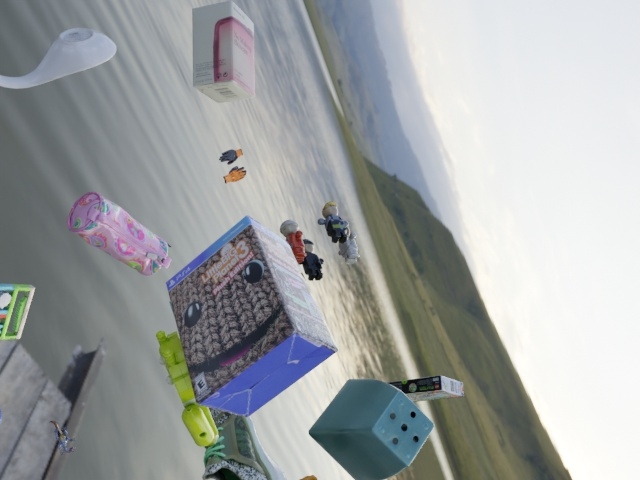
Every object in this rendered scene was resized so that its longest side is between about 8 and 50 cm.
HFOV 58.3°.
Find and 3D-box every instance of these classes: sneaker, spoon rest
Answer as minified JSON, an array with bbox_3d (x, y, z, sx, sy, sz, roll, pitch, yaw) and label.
[{"bbox_3d":[-0.254,0.577,1.548,0.410,0.158,0.182,42,16,31],"label":"sneaker"},{"bbox_3d":[-0.571,-0.384,1.214,0.137,0.276,0.084,49,-31,36],"label":"spoon rest"}]

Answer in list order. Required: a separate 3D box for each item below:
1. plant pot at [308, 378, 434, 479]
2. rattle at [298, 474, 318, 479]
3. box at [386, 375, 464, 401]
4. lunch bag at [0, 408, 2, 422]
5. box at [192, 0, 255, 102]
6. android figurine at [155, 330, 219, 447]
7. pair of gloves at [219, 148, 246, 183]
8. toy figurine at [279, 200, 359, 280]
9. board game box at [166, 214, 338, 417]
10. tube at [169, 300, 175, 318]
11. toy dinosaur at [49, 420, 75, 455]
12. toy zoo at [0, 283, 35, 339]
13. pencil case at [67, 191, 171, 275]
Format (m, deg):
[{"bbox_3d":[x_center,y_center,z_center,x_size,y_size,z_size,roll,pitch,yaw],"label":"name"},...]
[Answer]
[{"bbox_3d":[0.119,0.401,1.222,0.165,0.166,0.234,45,-28,-3],"label":"plant pot"},{"bbox_3d":[-0.079,0.555,1.206,0.130,0.143,0.200,33,-12,50],"label":"rattle"},{"bbox_3d":[0.243,0.380,1.454,0.114,0.207,0.036,27,55,-43],"label":"box"},{"bbox_3d":[-0.935,0.420,1.446,0.243,0.115,0.303,15,9,-36],"label":"lunch bag"},{"bbox_3d":[-0.272,-0.529,1.627,0.148,0.127,0.232,16,72,-70],"label":"box"},{"bbox_3d":[-0.280,0.304,1.194,0.248,0.056,0.273,48,-24,49],"label":"android figurine"},{"bbox_3d":[-0.223,-0.192,1.472,0.010,0.074,0.083,8,-63,47],"label":"pair of gloves"},{"bbox_3d":[0.000,0.000,1.758,0.213,0.209,0.148,50,16,-53],"label":"toy figurine"},{"bbox_3d":[-0.141,0.143,1.102,0.141,0.232,0.291,37,19,-48],"label":"board game box"},{"bbox_3d":[-0.302,0.239,1.372,0.052,0.080,0.207,-45,124,-69],"label":"tube"},{"bbox_3d":[-0.700,0.542,1.571,0.090,0.047,0.082,38,-46,39],"label":"toy dinosaur"},{"bbox_3d":[-1.073,0.228,1.813,0.293,0.030,0.192,8,103,-57],"label":"toy zoo"},{"bbox_3d":[-0.515,-0.010,1.491,0.284,0.124,0.124,47,21,-50],"label":"pencil case"}]
